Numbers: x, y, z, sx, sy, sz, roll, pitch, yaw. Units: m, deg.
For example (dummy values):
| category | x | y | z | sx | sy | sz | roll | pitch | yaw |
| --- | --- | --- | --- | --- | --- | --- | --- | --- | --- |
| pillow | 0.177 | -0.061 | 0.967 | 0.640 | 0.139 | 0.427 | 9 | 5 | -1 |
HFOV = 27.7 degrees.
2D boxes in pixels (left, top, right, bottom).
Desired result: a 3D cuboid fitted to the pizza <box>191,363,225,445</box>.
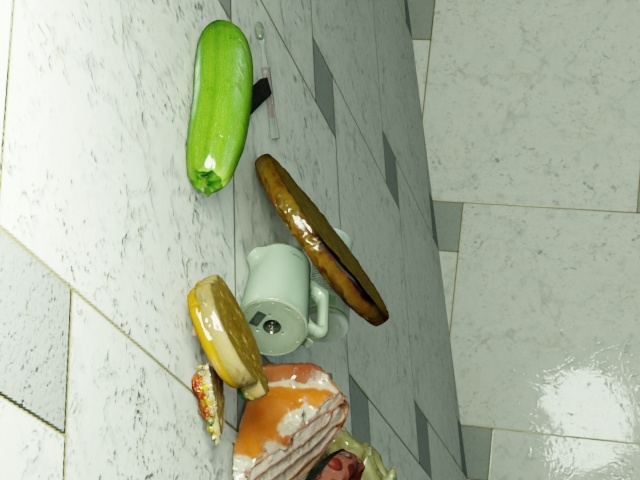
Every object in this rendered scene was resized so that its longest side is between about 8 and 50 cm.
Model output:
| category | x | y | z | sx | sy | sz | roll | pitch | yaw |
| --- | --- | --- | --- | --- | --- | --- | --- | --- | --- |
| pizza | -0.135 | 0.188 | 1.585 | 0.099 | 0.029 | 0.100 | -74 | 156 | -79 |

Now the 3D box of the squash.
| category | x | y | z | sx | sy | sz | roll | pitch | yaw |
| --- | --- | --- | --- | --- | --- | --- | --- | --- | --- |
| squash | -0.131 | -0.187 | 1.721 | 0.082 | 0.082 | 0.292 | 65 | 20 | -50 |

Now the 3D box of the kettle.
| category | x | y | z | sx | sy | sz | roll | pitch | yaw |
| --- | --- | --- | --- | --- | --- | --- | --- | --- | --- |
| kettle | -0.049 | 0.080 | 1.815 | 0.148 | 0.127 | 0.098 | -83 | 177 | -57 |

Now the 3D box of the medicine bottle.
| category | x | y | z | sx | sy | sz | roll | pitch | yaw |
| --- | --- | --- | --- | --- | --- | --- | --- | --- | --- |
| medicine bottle | 0.008 | 0.072 | 2.137 | 0.086 | 0.086 | 0.183 | 68 | 18 | -45 |

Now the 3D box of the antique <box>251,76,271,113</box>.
| category | x | y | z | sx | sy | sz | roll | pitch | yaw |
| --- | --- | --- | --- | --- | --- | --- | --- | --- | --- |
| antique | -0.104 | -0.220 | 2.010 | 0.192 | 0.015 | 0.031 | -63 | 142 | -69 |

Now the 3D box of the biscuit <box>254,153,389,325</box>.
| category | x | y | z | sx | sy | sz | roll | pitch | yaw |
| --- | --- | --- | --- | --- | --- | --- | --- | --- | --- |
| biscuit | 0.000 | 0.000 | 1.971 | 0.318 | 0.040 | 0.318 | 54 | 5 | -7 |

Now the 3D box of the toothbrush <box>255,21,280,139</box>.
| category | x | y | z | sx | sy | sz | roll | pitch | yaw |
| --- | --- | --- | --- | --- | --- | --- | --- | --- | --- |
| toothbrush | -0.087 | -0.261 | 2.114 | 0.017 | 0.014 | 0.194 | -2 | 83 | -77 |

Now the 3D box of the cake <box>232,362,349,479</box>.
| category | x | y | z | sx | sy | sz | roll | pitch | yaw |
| --- | --- | --- | --- | --- | --- | --- | --- | --- | --- |
| cake | -0.048 | 0.268 | 1.730 | 0.287 | 0.135 | 0.098 | -66 | 161 | -50 |

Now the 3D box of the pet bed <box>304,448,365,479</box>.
| category | x | y | z | sx | sy | sz | roll | pitch | yaw |
| --- | --- | --- | --- | --- | --- | --- | --- | --- | --- |
| pet bed | -0.005 | 0.373 | 1.770 | 0.201 | 0.053 | 0.201 | -53 | 161 | -27 |

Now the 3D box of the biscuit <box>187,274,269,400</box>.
| category | x | y | z | sx | sy | sz | roll | pitch | yaw |
| --- | --- | --- | --- | --- | --- | --- | --- | --- | --- |
| biscuit | -0.118 | 0.125 | 1.597 | 0.170 | 0.050 | 0.170 | 63 | 7 | -13 |

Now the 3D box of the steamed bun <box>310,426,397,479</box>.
| category | x | y | z | sx | sy | sz | roll | pitch | yaw |
| --- | --- | --- | --- | --- | --- | --- | --- | --- | --- |
| steamed bun | 0.075 | 0.440 | 2.077 | 0.292 | 0.137 | 0.295 | 18 | 66 | -72 |
